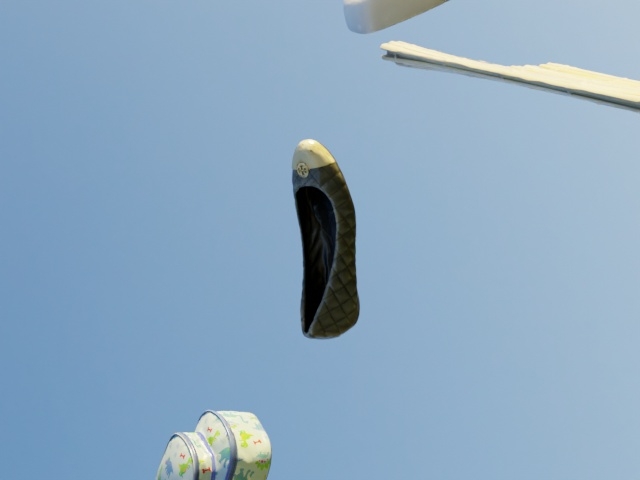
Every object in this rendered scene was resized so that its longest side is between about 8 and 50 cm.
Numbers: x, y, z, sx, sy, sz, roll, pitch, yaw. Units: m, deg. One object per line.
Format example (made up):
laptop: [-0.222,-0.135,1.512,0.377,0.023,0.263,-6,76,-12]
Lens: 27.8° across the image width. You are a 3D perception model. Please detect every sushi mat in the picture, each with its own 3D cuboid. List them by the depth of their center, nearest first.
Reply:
sushi mat: [0.168,-0.087,0.744,0.151,0.316,0.019,3,-78,-25]

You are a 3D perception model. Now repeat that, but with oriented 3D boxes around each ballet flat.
ballet flat: [0.000,0.000,1.102,0.049,0.057,0.173,-13,-83,-40]

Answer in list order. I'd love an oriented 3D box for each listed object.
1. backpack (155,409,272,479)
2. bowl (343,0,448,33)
backpack: [-0.098,0.216,1.190,0.084,0.105,0.114,14,-74,-30]
bowl: [0.090,-0.283,1.443,0.142,0.142,0.053,-123,9,-74]
